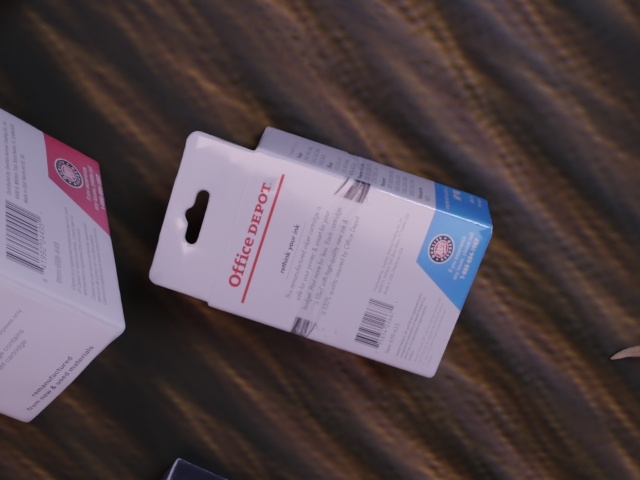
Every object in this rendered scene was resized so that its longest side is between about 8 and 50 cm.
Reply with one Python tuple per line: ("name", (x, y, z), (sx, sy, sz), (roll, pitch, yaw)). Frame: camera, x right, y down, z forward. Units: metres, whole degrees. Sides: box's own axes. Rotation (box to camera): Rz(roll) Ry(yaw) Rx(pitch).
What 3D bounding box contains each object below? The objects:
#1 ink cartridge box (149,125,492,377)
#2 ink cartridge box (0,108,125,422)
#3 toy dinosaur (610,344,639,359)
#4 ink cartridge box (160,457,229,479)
("ink cartridge box", (0.000, 0.000, 0.627), (0.180, 0.060, 0.104), (19, 111, -1))
("ink cartridge box", (-0.223, -0.018, 0.549), (0.092, 0.158, 0.218), (-43, 129, 19))
("toy dinosaur", (0.275, 0.059, 0.624), (0.183, 0.053, 0.093), (6, 111, 4))
("ink cartridge box", (-0.042, 0.271, 0.659), (0.206, 0.208, 0.045), (24, 146, -3))
